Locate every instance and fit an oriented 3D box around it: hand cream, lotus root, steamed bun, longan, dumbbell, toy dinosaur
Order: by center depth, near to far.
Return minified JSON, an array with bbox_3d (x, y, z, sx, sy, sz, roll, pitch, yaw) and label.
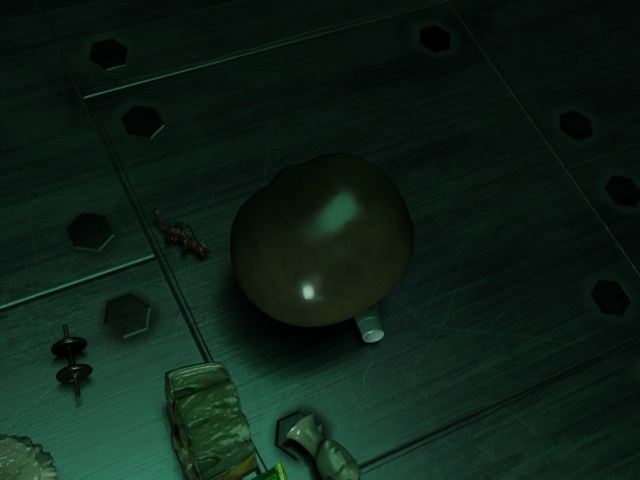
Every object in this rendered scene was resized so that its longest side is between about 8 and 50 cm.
[{"bbox_3d":[-0.545,0.421,1.632,0.182,0.106,0.183,4,56,-7],"label":"steamed bun"},{"bbox_3d":[-0.204,0.347,1.731,0.118,0.138,0.235,-11,62,-24],"label":"lotus root"},{"bbox_3d":[-0.468,0.225,1.784,0.069,0.069,0.147,-11,63,-18],"label":"dumbbell"},{"bbox_3d":[0.000,0.000,1.856,0.360,0.361,0.361,5,59,-9],"label":"longan"},{"bbox_3d":[-0.293,-0.016,1.973,0.154,0.049,0.055,39,62,6],"label":"toy dinosaur"},{"bbox_3d":[0.088,0.128,1.979,0.076,0.047,0.174,-5,52,-13],"label":"hand cream"}]

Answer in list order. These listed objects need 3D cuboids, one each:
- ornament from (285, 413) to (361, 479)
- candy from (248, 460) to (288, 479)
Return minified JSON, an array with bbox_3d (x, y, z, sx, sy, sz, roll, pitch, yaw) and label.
[{"bbox_3d":[0.012,0.402,1.778,0.074,0.081,0.156,-24,62,-39],"label":"ornament"},{"bbox_3d":[-0.133,0.476,1.700,0.178,0.102,0.032,-20,22,-25],"label":"candy"}]
